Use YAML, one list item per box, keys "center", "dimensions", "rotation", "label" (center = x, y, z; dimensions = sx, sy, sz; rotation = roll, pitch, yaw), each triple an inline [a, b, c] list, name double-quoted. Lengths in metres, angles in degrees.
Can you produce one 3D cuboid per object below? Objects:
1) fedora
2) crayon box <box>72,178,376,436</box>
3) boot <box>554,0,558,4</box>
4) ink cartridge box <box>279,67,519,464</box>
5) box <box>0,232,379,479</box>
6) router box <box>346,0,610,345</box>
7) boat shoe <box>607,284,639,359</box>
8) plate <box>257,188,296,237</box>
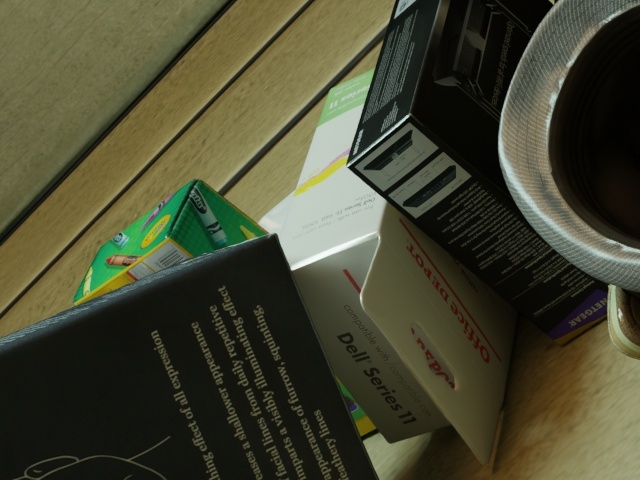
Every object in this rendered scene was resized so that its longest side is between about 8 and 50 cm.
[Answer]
- center: [0.275, -0.073, 1.293]
  dimensions: [0.275, 0.124, 0.243]
  rotation: [21, 91, 45]
  label: "fedora"
- center: [-0.067, 0.083, 1.654]
  dimensions: [0.165, 0.278, 0.081]
  rotation: [-32, 26, 45]
  label: "crayon box"
- center: [0.248, -0.159, 1.500]
  dimensions: [0.207, 0.094, 0.246]
  rotation: [-125, 52, -75]
  label: "boot"
- center: [0.071, 0.021, 1.532]
  dimensions: [0.119, 0.207, 0.353]
  rotation: [-21, 30, 28]
  label: "ink cartridge box"
- center: [-0.178, 0.206, 1.384]
  dimensions: [0.395, 0.293, 0.212]
  rotation: [-23, 3, -21]
  label: "box"
- center: [0.159, -0.097, 1.521]
  dimensions: [0.081, 0.243, 0.309]
  rotation: [-38, 21, 35]
  label: "router box"
- center: [0.247, 0.034, 1.359]
  dimensions: [0.072, 0.068, 0.190]
  rotation: [-52, 3, 41]
  label: "boat shoe"
- center: [0.000, 0.000, 2.048]
  dimensions: [0.277, 0.045, 0.278]
  rotation: [-37, 22, 34]
  label: "plate"
